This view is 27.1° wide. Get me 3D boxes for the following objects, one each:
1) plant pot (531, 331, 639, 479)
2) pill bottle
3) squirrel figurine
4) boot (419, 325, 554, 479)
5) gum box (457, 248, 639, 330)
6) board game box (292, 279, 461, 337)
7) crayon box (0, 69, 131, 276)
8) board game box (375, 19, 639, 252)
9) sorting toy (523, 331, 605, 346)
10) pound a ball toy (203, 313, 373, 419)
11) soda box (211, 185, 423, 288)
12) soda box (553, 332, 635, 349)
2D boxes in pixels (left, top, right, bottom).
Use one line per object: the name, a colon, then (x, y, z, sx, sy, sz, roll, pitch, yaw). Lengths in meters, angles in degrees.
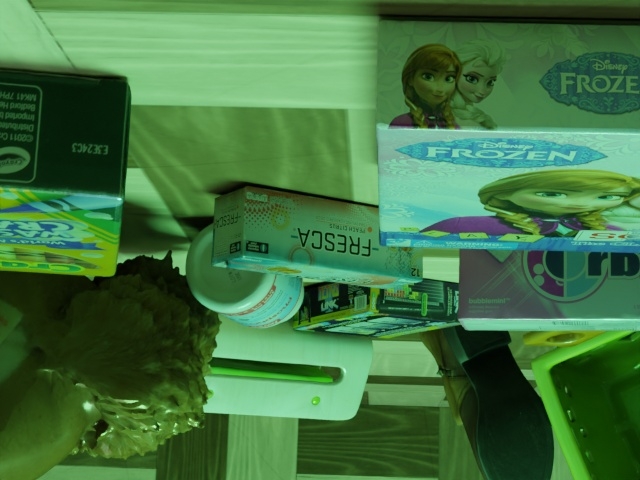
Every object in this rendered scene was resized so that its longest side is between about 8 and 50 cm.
plant pot: (0.401, 0.204, 1.565, 0.228, 0.227, 0.207, -23, 169, 13)
pill bottle: (-0.066, 0.037, 1.270, 0.087, 0.087, 0.160, -1, 168, 14)
squirrel figurine: (-0.287, 0.137, 1.256, 0.397, 0.281, 0.370, -1, 161, -12)
boot: (0.190, 0.213, 1.664, 0.096, 0.264, 0.280, -22, 170, -11)
gum box: (0.208, 0.017, 1.077, 0.188, 0.107, 0.062, 0, 168, 12)
board game box: (0.069, 0.077, 1.541, 0.141, 0.048, 0.170, 7, 167, -31)
crayon box: (-0.244, -0.037, 0.958, 0.203, 0.083, 0.323, 4, 169, -9)
board game box: (0.194, -0.052, 0.847, 0.319, 0.066, 0.318, 1, 168, 4)
sorting toy: (0.312, 0.032, 1.233, 0.196, 0.047, 0.348, 10, 156, -37)
pound a ball toy: (-0.122, 0.115, 1.636, 0.319, 0.135, 0.208, 9, -168, -29)
soda box: (0.000, 0.000, 1.139, 0.183, 0.063, 0.058, 9, 167, -30)
soda box: (0.387, 0.136, 1.740, 0.169, 0.060, 0.053, 10, 165, -28)
